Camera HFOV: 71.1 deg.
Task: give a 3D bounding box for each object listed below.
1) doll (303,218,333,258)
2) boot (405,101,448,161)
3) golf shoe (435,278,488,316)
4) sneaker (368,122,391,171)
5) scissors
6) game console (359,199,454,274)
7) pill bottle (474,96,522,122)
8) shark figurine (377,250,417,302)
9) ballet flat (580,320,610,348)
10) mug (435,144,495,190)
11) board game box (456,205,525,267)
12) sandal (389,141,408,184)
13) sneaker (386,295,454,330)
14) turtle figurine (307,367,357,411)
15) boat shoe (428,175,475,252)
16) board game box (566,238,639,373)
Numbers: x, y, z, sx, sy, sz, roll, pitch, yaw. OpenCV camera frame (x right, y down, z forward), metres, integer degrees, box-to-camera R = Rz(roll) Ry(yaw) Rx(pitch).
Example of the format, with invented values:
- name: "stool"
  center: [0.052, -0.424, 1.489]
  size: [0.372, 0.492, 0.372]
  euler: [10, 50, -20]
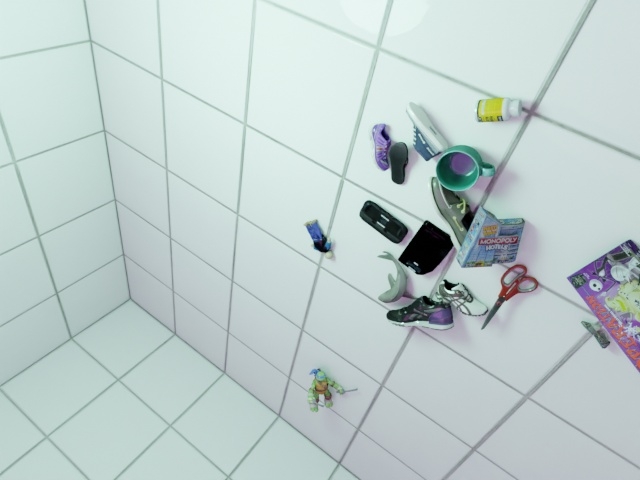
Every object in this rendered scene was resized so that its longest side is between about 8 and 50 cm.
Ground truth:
- name: "doll"
  center: [0.000, 0.000, 1.944]
  size: [0.129, 0.046, 0.188]
  euler: [-15, 109, 45]
- name: "boot"
  center: [0.314, -0.341, 1.424]
  size: [0.190, 0.069, 0.086]
  euler: [51, 135, -5]
- name: "golf shoe"
  center: [0.521, 0.209, 1.644]
  size: [0.198, 0.077, 0.093]
  euler: [22, 131, 25]
- name: "sneaker"
  center: [0.212, -0.317, 1.531]
  size: [0.071, 0.068, 0.169]
  euler: [0, 119, 31]
- name: "scissors"
  center: [0.624, 0.199, 1.560]
  size: [0.109, 0.021, 0.297]
  euler: [39, 127, 4]
- name: "game console"
  center: [0.304, -0.031, 1.677]
  size: [0.361, 0.044, 0.213]
  euler: [38, 135, 11]
- name: "pill bottle"
  center: [0.499, -0.367, 1.258]
  size: [0.116, 0.065, 0.065]
  euler: [6, 123, 36]
- name: "shark figurine"
  center: [0.295, 0.176, 1.782]
  size: [0.166, 0.116, 0.278]
  euler: [18, 131, 27]
- name: "ballet flat"
  center: [0.888, 0.295, 1.438]
  size: [0.114, 0.041, 0.041]
  euler: [49, 137, 0]
- name: "mug"
  center: [0.442, -0.221, 1.381]
  size: [0.158, 0.097, 0.129]
  euler: [38, 129, 6]
- name: "board game box"
  center: [0.541, -0.012, 1.404]
  size: [0.194, 0.060, 0.194]
  euler: [-3, 123, -2]
- name: "sandal"
  center: [0.272, -0.271, 1.539]
  size: [0.067, 0.040, 0.179]
  euler: [29, 149, 26]
- name: "sneaker"
  center: [0.394, 0.275, 1.798]
  size: [0.284, 0.107, 0.124]
  euler: [-2, 103, 36]
- name: "turtle figurine"
  center: [0.026, 0.853, 2.423]
  size: [0.275, 0.198, 0.266]
  euler: [29, 138, 26]
- name: "boat shoe"
  center: [0.452, -0.088, 1.469]
  size: [0.091, 0.109, 0.305]
  euler: [-15, 115, 44]
- name: "board game box"
  center: [0.891, 0.195, 1.256]
  size: [0.346, 0.056, 0.208]
  euler: [61, 145, 22]
